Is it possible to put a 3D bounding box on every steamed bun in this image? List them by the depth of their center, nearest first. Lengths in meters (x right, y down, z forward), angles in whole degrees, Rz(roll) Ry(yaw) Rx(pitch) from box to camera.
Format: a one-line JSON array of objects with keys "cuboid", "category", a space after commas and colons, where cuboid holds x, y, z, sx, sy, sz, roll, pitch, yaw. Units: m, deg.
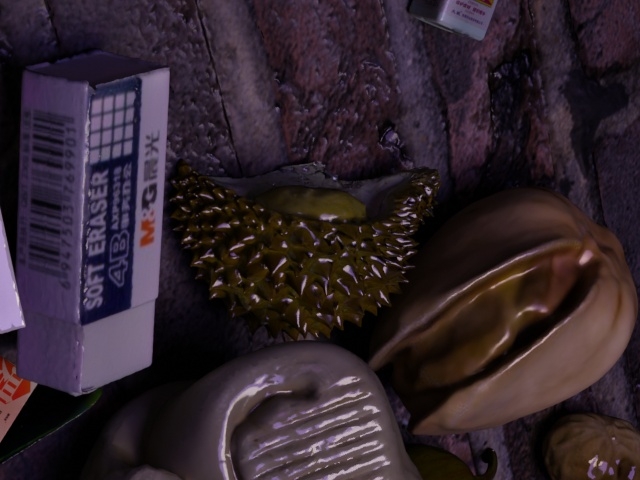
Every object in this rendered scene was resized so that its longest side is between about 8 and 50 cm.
[{"cuboid": [-0.058, 0.295, 1.891, 0.342, 0.255, 0.367, -26, 94, -11], "category": "steamed bun"}]

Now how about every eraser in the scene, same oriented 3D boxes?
[{"cuboid": [-0.205, -0.017, 1.734, 0.130, 0.086, 0.287, -22, 121, -57], "category": "eraser"}]

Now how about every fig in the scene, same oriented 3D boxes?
[{"cuboid": [0.142, 0.274, 2.161, 0.236, 0.124, 0.124, -9, 112, -52], "category": "fig"}]

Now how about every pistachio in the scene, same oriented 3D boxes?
[{"cuboid": [0.192, 0.076, 2.048, 0.321, 0.229, 0.238, -32, 169, -29], "category": "pistachio"}]

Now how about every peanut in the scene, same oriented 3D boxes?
[{"cuboid": [0.348, 0.283, 2.333, 0.236, 0.110, 0.120, 43, 68, -43], "category": "peanut"}]

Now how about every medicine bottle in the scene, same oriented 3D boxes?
[{"cuboid": [0.146, -0.270, 1.986, 0.074, 0.055, 0.118, 18, 94, -42], "category": "medicine bottle"}]

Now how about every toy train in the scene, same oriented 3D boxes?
[{"cuboid": [-0.293, 0.181, 1.782, 0.209, 0.042, 0.044, -31, 89, -29], "category": "toy train"}]

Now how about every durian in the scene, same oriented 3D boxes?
[{"cuboid": [0.000, 0.000, 1.921, 0.306, 0.166, 0.172, -11, 143, -32], "category": "durian"}]

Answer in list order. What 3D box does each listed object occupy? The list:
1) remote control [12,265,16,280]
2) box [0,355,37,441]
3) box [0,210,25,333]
[{"cuboid": [-0.364, 0.094, 1.683, 0.247, 0.052, 0.104, -44, 131, -20], "category": "remote control"}, {"cuboid": [-0.301, 0.149, 1.754, 0.058, 0.015, 0.093, 36, 65, -11], "category": "box"}, {"cuboid": [-0.381, 0.000, 1.528, 0.260, 0.111, 0.194, -13, 103, -20], "category": "box"}]
